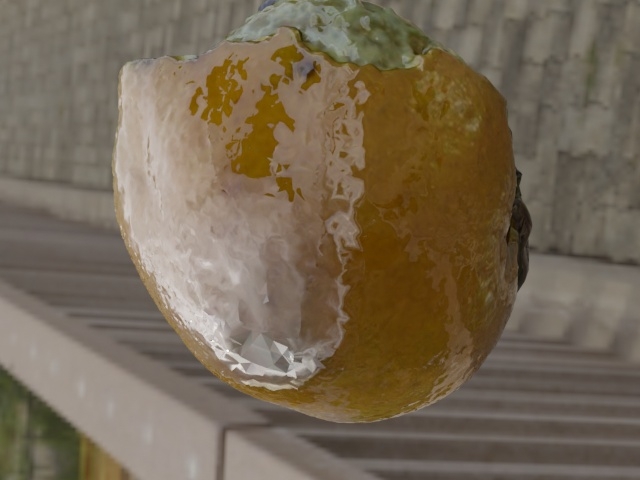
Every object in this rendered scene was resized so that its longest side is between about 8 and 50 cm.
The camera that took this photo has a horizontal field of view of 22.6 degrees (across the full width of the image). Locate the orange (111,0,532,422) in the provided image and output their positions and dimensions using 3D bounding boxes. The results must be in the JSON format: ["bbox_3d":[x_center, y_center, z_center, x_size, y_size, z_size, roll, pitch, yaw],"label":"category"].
[{"bbox_3d":[0.000,0.000,0.557,0.160,0.170,0.112,-44,27,47],"label":"orange"}]
